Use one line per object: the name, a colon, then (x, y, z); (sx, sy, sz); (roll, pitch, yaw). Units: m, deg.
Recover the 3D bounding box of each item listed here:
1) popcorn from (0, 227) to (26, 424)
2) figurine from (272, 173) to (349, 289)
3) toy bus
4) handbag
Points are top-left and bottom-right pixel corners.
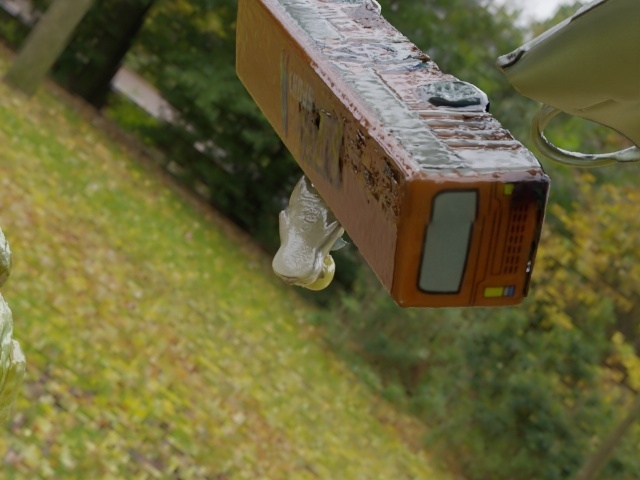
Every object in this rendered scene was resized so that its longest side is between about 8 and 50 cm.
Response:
popcorn: (-0.353, 0.074, 1.049); (0.225, 0.276, 0.276); (56, 8, 19)
figurine: (0.000, 0.000, 0.935); (0.047, 0.083, 0.050); (12, -22, 31)
toy bus: (0.029, -0.084, 0.885); (0.092, 0.093, 0.409); (-3, 25, -16)
handbag: (0.276, -0.109, 1.054); (0.241, 0.109, 0.315); (27, -38, -25)
